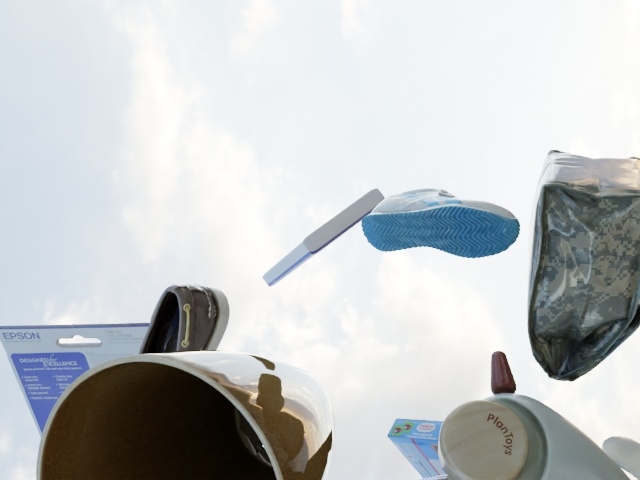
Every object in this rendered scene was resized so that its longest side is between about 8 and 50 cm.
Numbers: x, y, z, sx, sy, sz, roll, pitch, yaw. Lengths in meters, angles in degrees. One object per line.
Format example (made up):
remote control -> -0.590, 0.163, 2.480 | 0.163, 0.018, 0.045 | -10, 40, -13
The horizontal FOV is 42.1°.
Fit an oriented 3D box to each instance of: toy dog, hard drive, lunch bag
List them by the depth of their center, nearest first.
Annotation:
toy dog -> 0.272, 0.204, 0.820 | 0.220, 0.334, 0.160 | 120, 166, -63
lunch bag -> 0.378, 0.036, 1.188 | 0.235, 0.169, 0.286 | -46, -39, -66
hard drive -> 0.000, 0.000, 1.821 | 0.210, 0.319, 0.040 | -36, -91, -24

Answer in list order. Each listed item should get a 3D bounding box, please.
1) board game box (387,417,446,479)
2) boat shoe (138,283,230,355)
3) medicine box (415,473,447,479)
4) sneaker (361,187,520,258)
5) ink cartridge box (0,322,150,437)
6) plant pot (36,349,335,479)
board game box -> 0.220, 0.317, 1.173 | 0.160, 0.212, 0.039 | 53, -127, -25
boat shoe -> -0.245, 0.217, 1.275 | 0.097, 0.117, 0.324 | 15, -79, -48
medicine box -> 0.122, 0.391, 1.004 | 0.264, 0.289, 0.149 | 5, -124, -43
sneaker -> 0.172, -0.034, 1.160 | 0.092, 0.229, 0.087 | -47, -50, -42
ink cartridge box -> -0.408, 0.257, 1.549 | 0.072, 0.304, 0.307 | -78, -17, -57
plant pot -> -0.085, 0.198, 0.777 | 0.254, 0.237, 0.237 | -13, -78, -67
